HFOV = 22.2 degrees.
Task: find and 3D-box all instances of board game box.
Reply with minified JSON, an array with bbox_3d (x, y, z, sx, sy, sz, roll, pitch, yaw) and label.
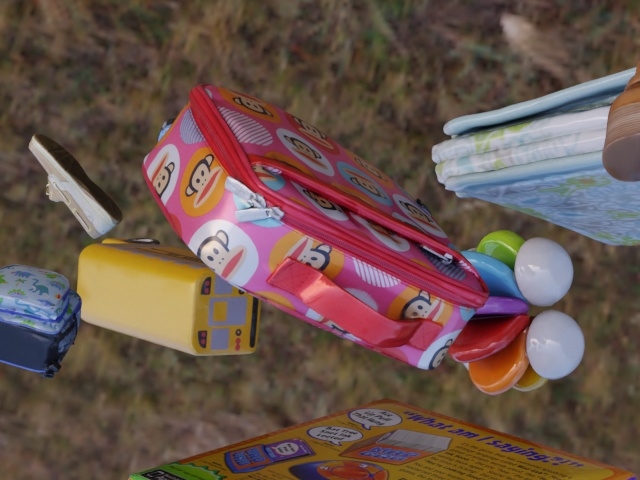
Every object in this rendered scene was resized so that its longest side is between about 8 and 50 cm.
[{"bbox_3d":[0.062,0.397,1.617,0.356,0.356,0.356,-12,-164,-39],"label":"board game box"}]

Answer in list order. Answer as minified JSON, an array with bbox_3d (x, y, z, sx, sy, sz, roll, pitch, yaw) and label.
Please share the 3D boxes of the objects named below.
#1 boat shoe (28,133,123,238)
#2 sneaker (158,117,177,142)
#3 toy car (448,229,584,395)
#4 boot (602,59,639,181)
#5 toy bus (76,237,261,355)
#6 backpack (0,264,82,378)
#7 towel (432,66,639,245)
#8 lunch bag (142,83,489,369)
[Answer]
[{"bbox_3d":[-0.279,-0.059,1.802,0.135,0.045,0.050,48,-163,2],"label":"boat shoe"},{"bbox_3d":[-0.111,-0.108,1.795,0.067,0.078,0.188,-23,160,36],"label":"sneaker"},{"bbox_3d":[0.192,0.081,1.790,0.136,0.182,0.159,-8,179,-38],"label":"toy car"},{"bbox_3d":[0.320,-0.116,1.270,0.197,0.152,0.073,-3,124,26],"label":"boot"},{"bbox_3d":[-0.199,0.066,2.037,0.130,0.108,0.332,-1,-173,-39],"label":"toy bus"},{"bbox_3d":[-0.291,0.073,1.629,0.105,0.084,0.114,13,-162,4],"label":"backpack"},{"bbox_3d":[0.340,-0.078,1.589,0.320,0.090,0.374,14,164,-42],"label":"towel"},{"bbox_3d":[0.000,0.000,1.427,0.293,0.258,0.120,25,109,-34],"label":"lunch bag"}]
